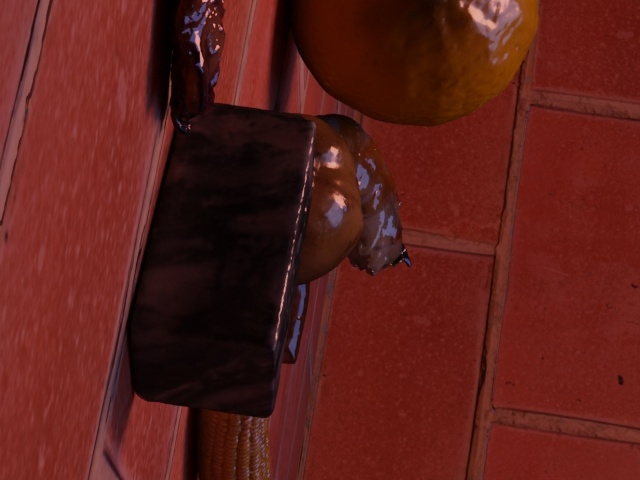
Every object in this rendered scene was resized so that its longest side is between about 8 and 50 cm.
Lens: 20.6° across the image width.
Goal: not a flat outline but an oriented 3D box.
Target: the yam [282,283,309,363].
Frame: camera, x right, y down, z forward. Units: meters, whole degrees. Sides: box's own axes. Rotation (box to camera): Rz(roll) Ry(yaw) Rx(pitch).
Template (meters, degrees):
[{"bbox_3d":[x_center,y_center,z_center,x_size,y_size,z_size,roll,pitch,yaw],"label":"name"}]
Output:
[{"bbox_3d":[-0.033,0.012,1.825,0.057,0.056,0.241,24,73,-87],"label":"yam"}]

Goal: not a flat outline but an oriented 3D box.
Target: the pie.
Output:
[{"bbox_3d":[-0.067,-0.137,0.983,0.092,0.034,0.170,-85,-177,-72],"label":"pie"}]

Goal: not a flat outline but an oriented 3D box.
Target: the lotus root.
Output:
[{"bbox_3d":[-0.024,-0.031,1.324,0.221,0.118,0.125,71,-5,-78],"label":"lotus root"}]

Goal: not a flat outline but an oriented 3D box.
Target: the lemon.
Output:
[{"bbox_3d":[0.091,-0.231,1.729,0.320,0.245,0.245,180,-82,-87],"label":"lemon"}]

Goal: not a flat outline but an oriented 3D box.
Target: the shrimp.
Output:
[{"bbox_3d":[0.004,-0.033,1.755,0.287,0.068,0.185,-27,114,-60],"label":"shrimp"}]

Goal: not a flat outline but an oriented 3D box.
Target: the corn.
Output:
[{"bbox_3d":[-0.071,0.161,1.438,0.165,0.063,0.085,93,15,-45],"label":"corn"}]

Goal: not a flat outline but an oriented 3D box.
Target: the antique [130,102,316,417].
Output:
[{"bbox_3d":[-0.056,0.005,1.076,0.088,0.086,0.183,95,4,-57],"label":"antique"}]
